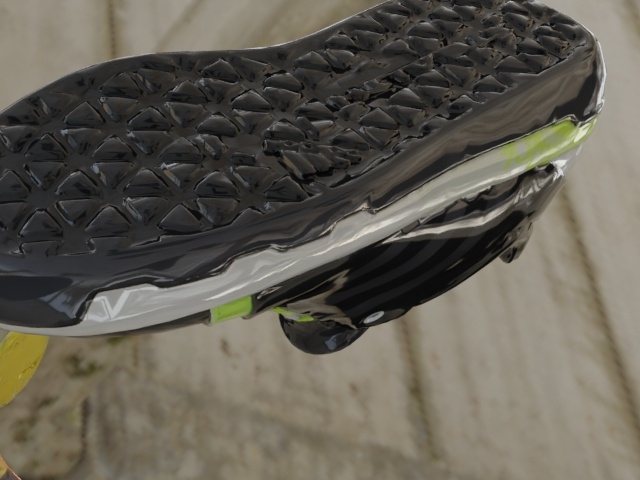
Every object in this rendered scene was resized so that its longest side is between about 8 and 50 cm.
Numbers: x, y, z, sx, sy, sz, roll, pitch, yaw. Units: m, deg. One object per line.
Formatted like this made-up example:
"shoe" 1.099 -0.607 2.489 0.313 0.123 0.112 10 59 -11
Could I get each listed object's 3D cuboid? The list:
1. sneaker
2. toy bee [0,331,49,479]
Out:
"sneaker" 0.000 0.000 0.453 0.235 0.097 0.084 -19 -137 -40
"toy bee" -0.214 0.085 0.736 0.298 0.162 0.195 29 -128 -17
